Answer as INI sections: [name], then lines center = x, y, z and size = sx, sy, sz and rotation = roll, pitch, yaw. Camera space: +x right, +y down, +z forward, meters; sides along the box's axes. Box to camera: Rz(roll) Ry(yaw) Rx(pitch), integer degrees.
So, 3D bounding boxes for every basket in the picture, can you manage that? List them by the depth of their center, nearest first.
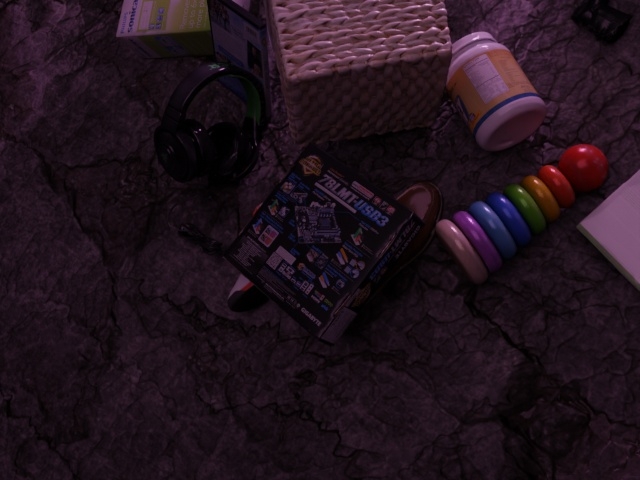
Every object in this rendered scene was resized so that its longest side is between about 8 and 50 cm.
[basket]
center = 0.071, -0.378, 1.567
size = 0.329, 0.331, 0.266
rotation = -10, 73, -2

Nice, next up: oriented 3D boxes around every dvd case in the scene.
[dvd case]
center = -0.175, -0.406, 1.776
size = 0.022, 0.253, 0.180
rotation = -36, 60, -24

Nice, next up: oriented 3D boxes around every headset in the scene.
[headset]
center = -0.227, -0.175, 1.735
size = 0.185, 0.243, 0.394
rotation = 33, 112, 35

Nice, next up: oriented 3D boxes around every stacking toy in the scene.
[stacking toy]
center = 0.382, -0.065, 1.509
size = 0.330, 0.141, 0.141
rotation = -36, 65, 2

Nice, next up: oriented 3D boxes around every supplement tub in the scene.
[supplement tub]
center = 0.328, -0.288, 1.576
size = 0.144, 0.144, 0.199
rotation = -31, 65, 12

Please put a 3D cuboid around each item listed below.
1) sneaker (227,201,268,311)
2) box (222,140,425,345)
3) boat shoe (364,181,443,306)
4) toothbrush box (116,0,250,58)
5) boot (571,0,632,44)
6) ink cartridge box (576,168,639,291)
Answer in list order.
[sneaker]
center = -0.114, 0.018, 1.708
size = 0.270, 0.090, 0.145
rotation = -44, 59, 6
[box]
center = 0.000, 0.000, 1.561
size = 0.296, 0.073, 0.293
rotation = 37, 90, 33
[boat shoe]
center = 0.129, 0.008, 1.596
size = 0.111, 0.104, 0.307
rotation = 36, 90, 27
[toothbrush box]
center = -0.320, -0.556, 1.939
size = 0.283, 0.122, 0.206
rotation = 3, 76, 25
[boot]
center = 0.559, -0.449, 1.581
size = 0.099, 0.045, 0.121
rotation = 43, 101, 29
[ink cartridge box]
center = 0.595, -0.042, 1.425
size = 0.235, 0.056, 0.171
rotation = -45, 63, 14
